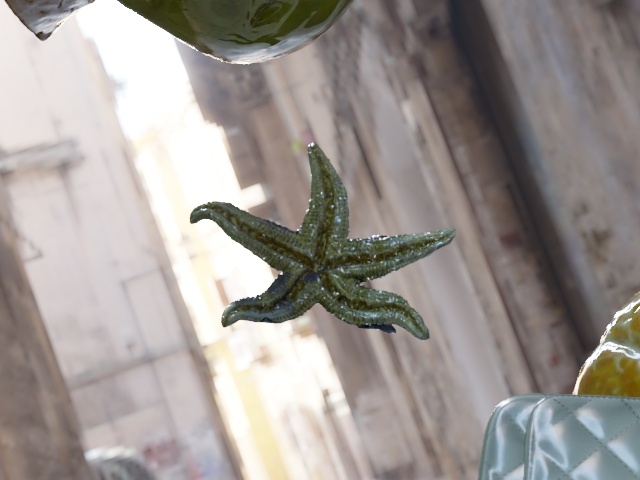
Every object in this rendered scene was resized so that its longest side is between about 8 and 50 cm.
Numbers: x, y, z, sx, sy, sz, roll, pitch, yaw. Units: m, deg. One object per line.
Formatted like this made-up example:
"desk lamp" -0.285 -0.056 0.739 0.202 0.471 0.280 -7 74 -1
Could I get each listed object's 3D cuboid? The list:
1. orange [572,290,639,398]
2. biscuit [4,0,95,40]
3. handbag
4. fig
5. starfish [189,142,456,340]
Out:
"orange" 0.358 0.167 1.409 0.329 0.329 0.249 -13 15 -43
"biscuit" -0.192 -0.242 0.788 0.057 0.344 0.287 -29 33 0
"handbag" 0.202 0.205 1.053 0.219 0.256 0.079 -3 -40 17
"fig" -0.055 -0.281 1.255 0.233 0.233 0.314 -13 -44 -43
"starfish" 0.000 0.000 1.326 0.208 0.176 0.053 7 -24 -7
